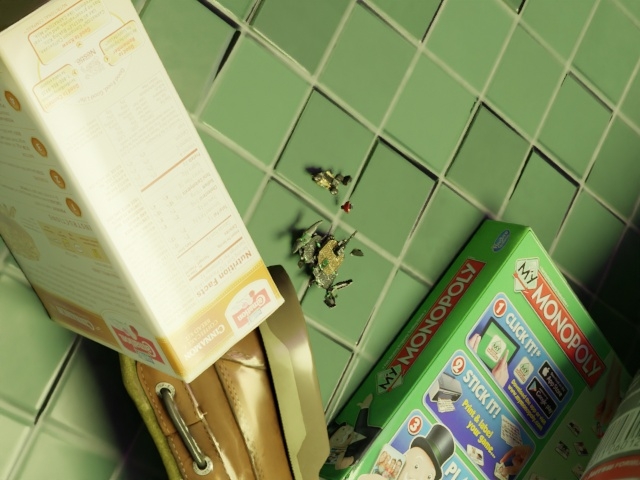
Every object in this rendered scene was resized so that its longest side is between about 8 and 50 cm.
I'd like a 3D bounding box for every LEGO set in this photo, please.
[{"bbox_3d":[0.002,-0.001,0.839,0.054,0.023,0.083,28,68,-40],"label":"LEGO set"}]

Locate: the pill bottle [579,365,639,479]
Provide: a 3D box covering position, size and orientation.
[{"bbox_3d":[0.322,0.116,0.933,0.363,0.210,0.210,-52,126,-35],"label":"pill bottle"}]

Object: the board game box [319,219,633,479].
[{"bbox_3d":[0.146,0.169,0.965,0.213,0.046,0.317,-52,124,-19],"label":"board game box"}]

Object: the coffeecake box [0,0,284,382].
[{"bbox_3d":[-0.116,-0.036,0.659,0.068,0.142,0.185,-39,121,-25],"label":"coffeecake box"}]

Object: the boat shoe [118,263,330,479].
[{"bbox_3d":[-0.045,0.163,0.789,0.104,0.111,0.307,-14,108,-10],"label":"boat shoe"}]
